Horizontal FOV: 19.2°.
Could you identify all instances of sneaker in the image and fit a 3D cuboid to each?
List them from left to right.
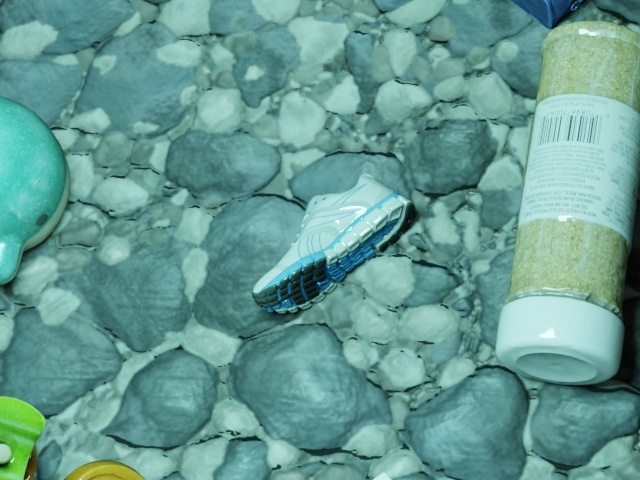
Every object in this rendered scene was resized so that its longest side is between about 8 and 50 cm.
[{"bbox_3d":[0.000,0.000,1.936,0.190,0.071,0.083,-35,60,-17],"label":"sneaker"}]

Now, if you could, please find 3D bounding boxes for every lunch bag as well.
[{"bbox_3d":[0.240,-0.279,2.016,0.065,0.067,0.098,-43,67,-11],"label":"lunch bag"}]

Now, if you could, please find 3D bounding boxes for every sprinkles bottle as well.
[{"bbox_3d":[0.257,-0.040,1.879,0.121,0.121,0.355,6,67,11],"label":"sprinkles bottle"}]

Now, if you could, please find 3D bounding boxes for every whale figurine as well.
[{"bbox_3d":[-0.392,-0.039,1.963,0.272,0.141,0.216,-39,67,-9],"label":"whale figurine"}]

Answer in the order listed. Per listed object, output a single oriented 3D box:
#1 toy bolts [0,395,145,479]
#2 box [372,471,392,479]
[{"bbox_3d":[-0.286,0.286,1.784,0.218,0.158,0.229,24,72,-15],"label":"toy bolts"},{"bbox_3d":[0.058,0.291,1.652,0.063,0.324,0.067,-36,69,-12],"label":"box"}]
